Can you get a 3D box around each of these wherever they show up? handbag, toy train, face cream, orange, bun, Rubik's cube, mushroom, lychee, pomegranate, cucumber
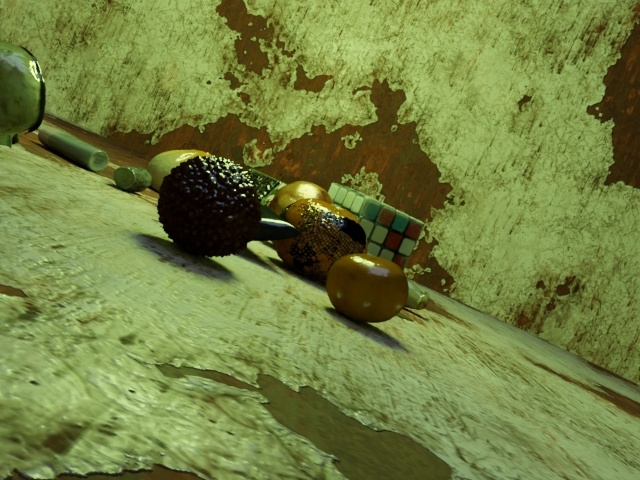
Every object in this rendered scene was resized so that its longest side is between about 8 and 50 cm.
[{"bbox_3d":[-0.186,-0.044,1.574,0.211,0.088,0.254,2,13,-25],"label":"handbag"},{"bbox_3d":[-0.170,-0.120,2.281,0.261,0.134,0.177,26,-32,34],"label":"toy train"},{"bbox_3d":[-0.627,-0.231,1.804,0.198,0.057,0.084,24,2,29],"label":"face cream"},{"bbox_3d":[0.085,0.091,1.314,0.156,0.124,0.156,10,13,-2],"label":"orange"},{"bbox_3d":[0.000,0.000,1.679,0.235,0.182,0.234,22,-3,1],"label":"orange"},{"bbox_3d":[-0.369,-0.189,2.136,0.299,0.164,0.299,26,2,-1],"label":"bun"},{"bbox_3d":[0.139,-0.014,2.336,0.256,0.253,0.259,22,3,-32],"label":"Rubik's cube"},{"bbox_3d":[0.158,0.103,2.019,0.351,0.097,0.109,32,9,34],"label":"mushroom"},{"bbox_3d":[-0.185,-0.054,1.199,0.188,0.188,0.188,25,3,-1],"label":"lychee"},{"bbox_3d":[-0.653,-0.286,1.310,0.267,0.189,0.164,28,18,25],"label":"mushroom"},{"bbox_3d":[-0.065,-0.069,2.019,0.215,0.215,0.215,25,3,-1],"label":"pomegranate"},{"bbox_3d":[-0.452,-0.149,1.697,0.064,0.064,0.112,25,3,10],"label":"cucumber"}]

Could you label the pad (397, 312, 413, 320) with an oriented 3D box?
[{"bbox_3d":[0.105,0.137,1.792,0.176,0.002,0.266,23,3,-38],"label":"pad"}]
